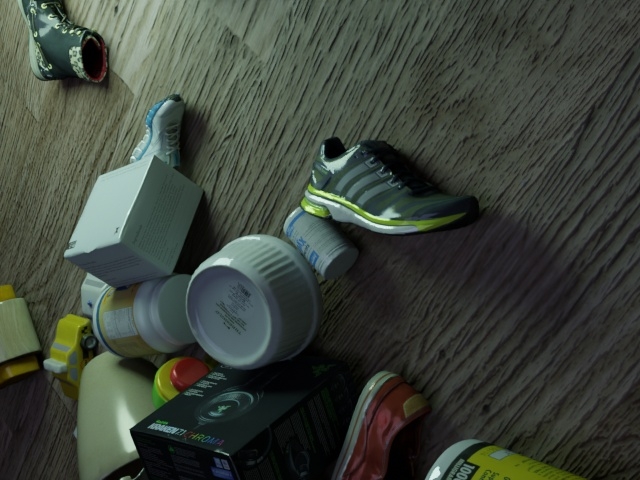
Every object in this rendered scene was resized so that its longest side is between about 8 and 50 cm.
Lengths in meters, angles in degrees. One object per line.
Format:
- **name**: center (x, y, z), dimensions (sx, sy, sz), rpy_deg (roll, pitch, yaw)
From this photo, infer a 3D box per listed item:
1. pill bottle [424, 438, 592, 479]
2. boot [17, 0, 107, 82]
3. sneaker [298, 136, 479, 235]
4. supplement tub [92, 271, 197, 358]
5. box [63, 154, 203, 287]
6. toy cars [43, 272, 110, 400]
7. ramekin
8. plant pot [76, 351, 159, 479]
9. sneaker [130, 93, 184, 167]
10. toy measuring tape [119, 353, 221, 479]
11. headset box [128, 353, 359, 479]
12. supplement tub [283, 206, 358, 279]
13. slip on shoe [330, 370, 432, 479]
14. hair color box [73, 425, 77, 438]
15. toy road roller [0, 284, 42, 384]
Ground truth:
- **pill bottle**: center (0.296, 0.382, 1.233), dimensions (0.334, 0.188, 0.187), rpy_deg (13, 108, 41)
- **boot**: center (-0.484, -0.413, 1.878), dimensions (0.179, 0.085, 0.236), rpy_deg (14, 115, 39)
- **sneaker**: center (0.090, -0.077, 1.388), dimensions (0.300, 0.111, 0.121), rpy_deg (13, 104, 39)
- **supplement tub**: center (-0.300, 0.134, 1.781), dimensions (0.200, 0.144, 0.144), rpy_deg (-13, 90, 44)
- **box**: center (-0.326, -0.030, 1.730), dimensions (0.181, 0.119, 0.181), rpy_deg (-13, 50, 44)
- **toy cars**: center (-0.477, 0.186, 2.003), dimensions (0.176, 0.087, 0.393), rpy_deg (52, 130, 22)
- **ramekin**: center (-0.111, 0.101, 1.529), dimensions (0.207, 0.109, 0.207), rpy_deg (10, 109, 31)
- **plant pot**: center (-0.345, 0.341, 1.827), dimensions (0.256, 0.257, 0.274), rpy_deg (-59, 45, 35)
- **sneaker**: center (-0.268, -0.174, 1.742), dimensions (0.083, 0.071, 0.190), rpy_deg (48, 137, 18)
- **toy measuring tape**: center (-0.262, 0.288, 1.657), dimensions (0.121, 0.330, 0.121), rpy_deg (18, 129, 24)
- **headset box**: center (-0.102, 0.289, 1.542), dimensions (0.246, 0.283, 0.131), rpy_deg (2, 116, 45)
- **supplement tub**: center (0.000, 0.000, 1.513), dimensions (0.107, 0.071, 0.071), rpy_deg (49, 129, 26)
- **slip on shoe**: center (0.087, 0.359, 1.486), dimensions (0.101, 0.123, 0.331), rpy_deg (27, 112, 33)
- **hair color box**: center (-0.462, 0.382, 2.065), dimensions (0.072, 0.043, 0.141), rpy_deg (51, 131, 23)
- **toy road roller**: center (-0.803, 0.252, 2.225), dimensions (0.330, 0.241, 0.202), rpy_deg (-28, 80, 44)
